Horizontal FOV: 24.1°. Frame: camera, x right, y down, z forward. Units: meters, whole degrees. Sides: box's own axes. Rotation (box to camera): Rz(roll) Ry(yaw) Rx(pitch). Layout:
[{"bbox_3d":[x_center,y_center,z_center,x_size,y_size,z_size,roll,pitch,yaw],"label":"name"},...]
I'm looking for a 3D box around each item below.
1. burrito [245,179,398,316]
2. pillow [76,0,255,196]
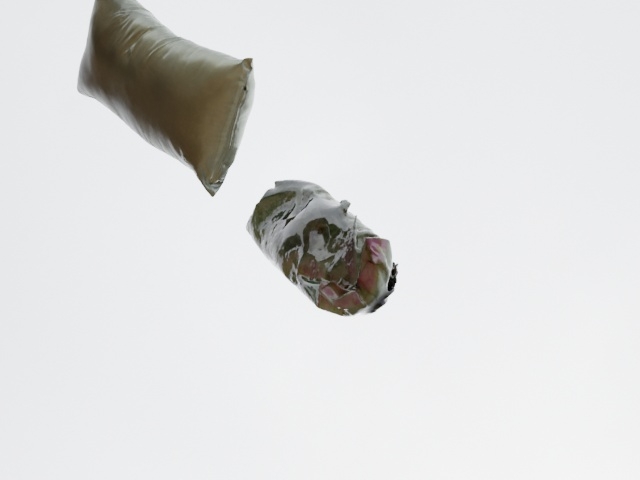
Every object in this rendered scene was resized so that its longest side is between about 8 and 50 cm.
[{"bbox_3d":[-0.001,0.004,1.453,0.066,0.096,0.309,44,-3,-23],"label":"burrito"},{"bbox_3d":[-0.157,-0.161,1.473,0.254,0.078,0.144,37,-51,39],"label":"pillow"}]
